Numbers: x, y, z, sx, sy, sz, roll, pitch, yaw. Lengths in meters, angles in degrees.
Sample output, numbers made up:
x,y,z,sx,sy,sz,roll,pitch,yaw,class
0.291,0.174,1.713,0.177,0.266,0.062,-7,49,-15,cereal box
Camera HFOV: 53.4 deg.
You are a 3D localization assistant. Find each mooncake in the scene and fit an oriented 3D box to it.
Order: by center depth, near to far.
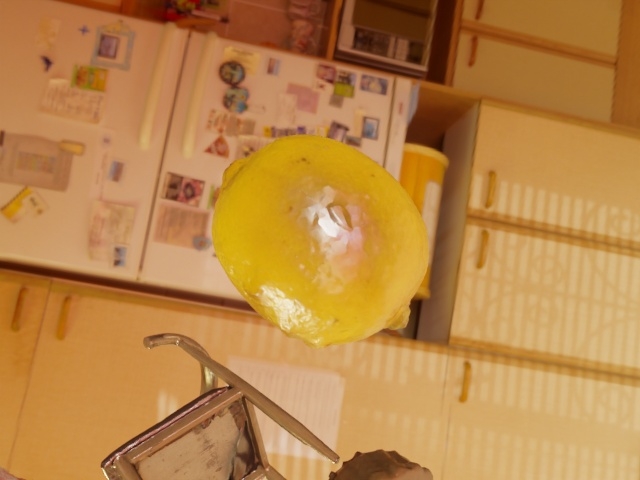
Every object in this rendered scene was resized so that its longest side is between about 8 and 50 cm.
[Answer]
x,y,z,sx,sy,sz,roll,pitch,yaw,class
0.098,0.484,1.142,0.124,0.228,0.228,21,-78,52,mooncake

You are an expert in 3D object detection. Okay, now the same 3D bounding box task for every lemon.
x,y,z,sx,sy,sz,roll,pitch,yaw,class
-0.002,-0.002,0.820,0.260,0.284,0.260,20,90,-76,lemon

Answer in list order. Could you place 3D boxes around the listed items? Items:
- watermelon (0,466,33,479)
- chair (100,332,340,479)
x,y,z,sx,sy,sz,roll,pitch,yaw,class
-0.541,0.504,1.060,0.193,0.232,0.310,-141,-145,-66,watermelon
-0.121,0.235,0.656,0.272,0.166,0.188,33,-36,41,chair
